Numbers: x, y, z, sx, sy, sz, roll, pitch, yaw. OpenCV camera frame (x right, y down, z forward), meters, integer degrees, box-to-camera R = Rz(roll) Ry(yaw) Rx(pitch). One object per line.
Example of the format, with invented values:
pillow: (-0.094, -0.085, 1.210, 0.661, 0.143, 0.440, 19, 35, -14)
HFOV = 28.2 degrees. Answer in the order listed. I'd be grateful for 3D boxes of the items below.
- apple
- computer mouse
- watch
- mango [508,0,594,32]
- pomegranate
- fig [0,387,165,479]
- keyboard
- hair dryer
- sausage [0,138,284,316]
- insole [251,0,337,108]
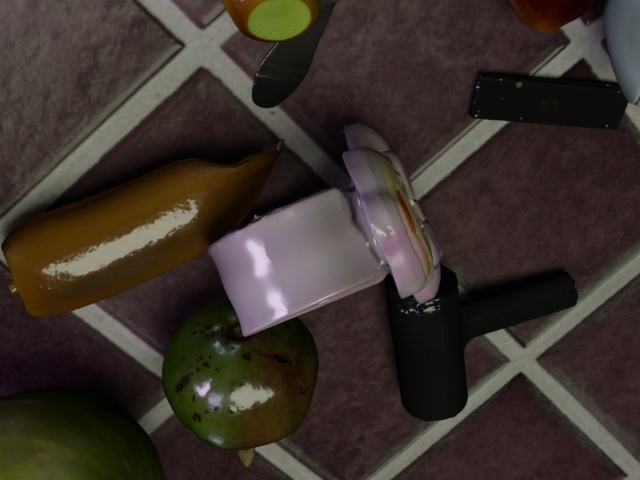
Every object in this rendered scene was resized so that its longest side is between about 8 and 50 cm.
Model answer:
apple: (-0.053, -0.251, 1.261, 0.102, 0.099, 0.114, -15, 149, 2)
computer mouse: (0.348, -0.279, 1.335, 0.097, 0.159, 0.288, 2, 121, 7)
watch: (0.000, 0.000, 1.346, 0.217, 0.248, 0.211, -23, 88, 8)
mango: (0.248, -0.340, 1.293, 0.133, 0.111, 0.267, 8, 112, -8)
pomegranate: (-0.087, 0.169, 1.463, 0.181, 0.181, 0.224, -17, 139, -7)
fig: (-0.332, 0.303, 1.407, 0.316, 0.316, 0.316, -8, 121, -13)
keyboard: (0.264, -0.160, 1.460, 0.195, 0.018, 0.060, 3, 126, -18)
hair dryer: (0.205, 0.100, 1.561, 0.251, 0.089, 0.197, -17, 123, -14)
sausage: (-0.178, -0.019, 1.358, 0.328, 0.112, 0.112, -24, 124, -5)
insole: (-0.028, -0.205, 1.350, 0.053, 0.002, 0.152, 17, 114, -25)
